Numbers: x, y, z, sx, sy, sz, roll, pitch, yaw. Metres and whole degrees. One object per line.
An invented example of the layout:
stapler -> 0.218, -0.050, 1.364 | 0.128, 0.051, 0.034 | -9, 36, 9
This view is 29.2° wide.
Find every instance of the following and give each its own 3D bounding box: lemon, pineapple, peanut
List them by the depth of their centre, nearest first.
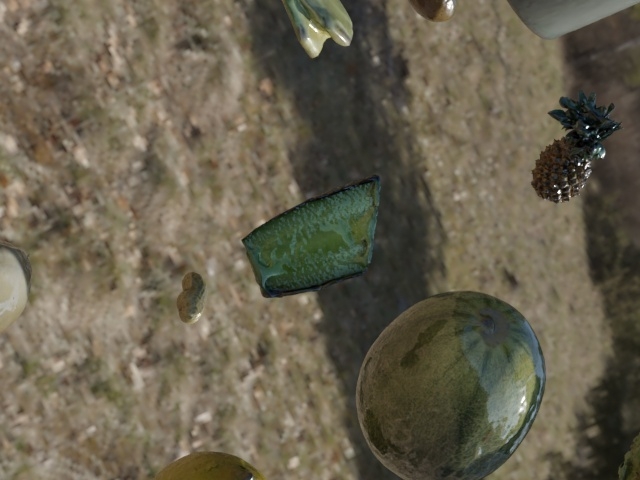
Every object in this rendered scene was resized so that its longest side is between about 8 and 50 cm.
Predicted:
pineapple -> 0.369, -0.131, 1.843 | 0.103, 0.083, 0.221 | 33, -34, 9
lemon -> -0.173, 0.446, 1.924 | 0.228, 0.228, 0.253 | 66, -18, 14
peanut -> -0.232, 0.102, 2.224 | 0.113, 0.053, 0.054 | -86, 153, -44

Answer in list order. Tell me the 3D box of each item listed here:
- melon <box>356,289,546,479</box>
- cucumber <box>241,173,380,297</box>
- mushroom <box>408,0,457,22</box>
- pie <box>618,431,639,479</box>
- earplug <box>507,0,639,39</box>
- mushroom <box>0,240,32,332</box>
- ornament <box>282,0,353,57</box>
melon -> 0.180, 0.205, 1.711 | 0.329, 0.248, 0.249 | 115, -38, -47
cucumber -> 0.000, 0.000, 1.578 | 0.086, 0.193, 0.115 | -149, -143, -82
mushroom -> 0.112, -0.275, 1.176 | 0.088, 0.072, 0.130 | 26, 83, -74
pie -> 0.616, 0.453, 1.813 | 0.180, 0.395, 0.418 | -51, 158, -65
earplug -> 0.489, -0.540, 1.986 | 0.312, 0.394, 0.313 | 29, 52, -45
mushroom -> -0.494, -0.011, 1.544 | 0.292, 0.292, 0.290 | 35, 64, -75
ornament -> -0.030, -0.284, 1.177 | 0.201, 0.059, 0.180 | 62, 14, -21
